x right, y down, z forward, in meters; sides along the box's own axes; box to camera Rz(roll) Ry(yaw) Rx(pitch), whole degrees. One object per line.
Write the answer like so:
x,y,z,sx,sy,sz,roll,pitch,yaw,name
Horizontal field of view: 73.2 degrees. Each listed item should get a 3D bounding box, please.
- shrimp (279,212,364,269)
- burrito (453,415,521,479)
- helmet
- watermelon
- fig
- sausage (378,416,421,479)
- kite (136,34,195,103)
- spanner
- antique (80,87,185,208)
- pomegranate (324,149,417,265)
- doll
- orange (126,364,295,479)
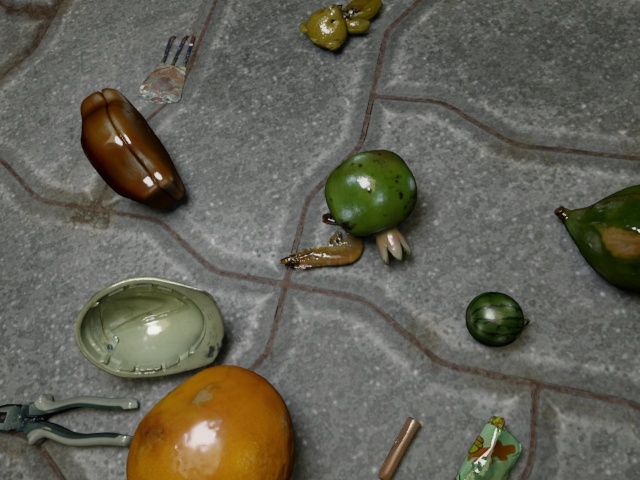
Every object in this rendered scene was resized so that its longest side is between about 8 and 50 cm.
0.000,-0.001,0.900,0.178,0.034,0.124,-7,66,3,shrimp
0.256,0.433,0.694,0.104,0.054,0.288,32,75,15,burrito
-0.314,0.147,0.837,0.258,0.137,0.204,0,106,-9,helmet
0.315,0.140,0.769,0.109,0.109,0.108,-3,69,7,watermelon
0.550,-0.013,0.767,0.195,0.195,0.245,-45,36,-10,fig
0.137,0.364,0.749,0.026,0.026,0.116,29,77,17,sausage
-0.400,-0.458,1.137,0.127,0.016,0.229,10,72,8,kite
-0.513,0.349,0.837,0.325,0.040,0.095,0,69,7,spanner
-0.411,-0.190,0.926,0.129,0.223,0.278,-34,84,-4,antique
0.110,-0.064,0.843,0.187,0.187,0.225,-23,94,-1,pomegranate
0.056,-0.561,1.072,0.209,0.097,0.137,-42,64,-14,doll
-0.167,0.329,0.680,0.261,0.261,0.261,-3,69,7,orange
